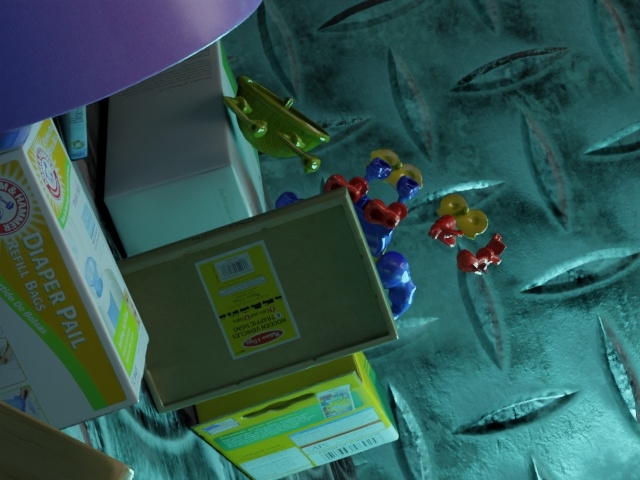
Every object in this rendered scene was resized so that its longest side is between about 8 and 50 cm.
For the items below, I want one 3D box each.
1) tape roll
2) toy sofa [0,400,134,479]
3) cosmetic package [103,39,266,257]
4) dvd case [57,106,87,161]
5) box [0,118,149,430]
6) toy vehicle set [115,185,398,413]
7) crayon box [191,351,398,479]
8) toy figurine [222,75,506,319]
[{"bbox_3d":[-0.182,-0.169,0.953,0.275,0.274,0.090,-98,167,-67],"label":"tape roll"},{"bbox_3d":[-0.130,0.204,0.678,0.177,0.150,0.362,-62,155,-13],"label":"toy sofa"},{"bbox_3d":[-0.161,-0.087,1.625,0.365,0.155,0.197,-104,176,-54],"label":"cosmetic package"},{"bbox_3d":[-0.258,-0.208,1.296,0.253,0.022,0.180,112,-38,-67],"label":"dvd case"},{"bbox_3d":[-0.208,0.022,0.939,0.114,0.103,0.203,-98,168,-69],"label":"box"},{"bbox_3d":[-0.071,0.063,1.378,0.035,0.266,0.166,-90,162,-72],"label":"toy vehicle set"},{"bbox_3d":[-0.031,0.204,1.660,0.323,0.203,0.083,61,11,-66],"label":"crayon box"},{"bbox_3d":[0.000,0.000,1.521,0.362,0.217,0.191,33,22,0],"label":"toy figurine"}]
